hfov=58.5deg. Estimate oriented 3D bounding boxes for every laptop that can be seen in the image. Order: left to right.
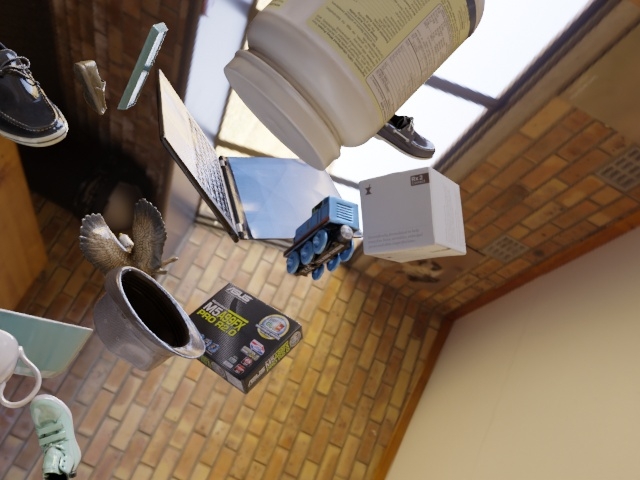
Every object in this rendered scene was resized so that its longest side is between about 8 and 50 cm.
[{"bbox_3d":[-0.139,-0.190,1.230,0.236,0.408,0.382,-29,-143,3],"label":"laptop"}]

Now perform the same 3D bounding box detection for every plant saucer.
[{"bbox_3d":[-0.365,-0.356,1.178,0.192,0.018,0.067,-57,-170,25],"label":"plant saucer"}]

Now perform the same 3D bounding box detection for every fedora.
[{"bbox_3d":[-0.396,0.191,1.264,0.124,0.275,0.244,-42,179,7],"label":"fedora"}]

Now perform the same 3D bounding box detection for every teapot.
[{"bbox_3d":[-0.855,0.318,1.366,0.252,0.255,0.187,47,33,-58],"label":"teapot"}]

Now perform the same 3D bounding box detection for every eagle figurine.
[{"bbox_3d":[-0.599,0.035,1.807,0.298,0.225,0.226,91,24,-56],"label":"eagle figurine"}]

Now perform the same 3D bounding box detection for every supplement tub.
[{"bbox_3d":[0.045,-0.283,0.813,0.325,0.235,0.235,-46,-175,-4],"label":"supplement tub"}]

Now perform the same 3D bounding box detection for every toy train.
[{"bbox_3d":[0.000,0.000,1.018,0.184,0.080,0.105,-38,-137,50],"label":"toy train"}]

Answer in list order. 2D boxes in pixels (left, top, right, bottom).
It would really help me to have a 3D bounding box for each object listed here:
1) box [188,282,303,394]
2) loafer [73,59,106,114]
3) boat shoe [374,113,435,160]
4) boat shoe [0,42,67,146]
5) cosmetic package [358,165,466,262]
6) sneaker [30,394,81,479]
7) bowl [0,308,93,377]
[{"bbox_3d":[-0.214,0.242,1.473,0.216,0.270,0.060,-41,141,-33],"label":"box"},{"bbox_3d":[-0.526,-0.356,1.333,0.050,0.056,0.148,-43,160,-26],"label":"loafer"},{"bbox_3d":[0.171,-0.231,1.203,0.065,0.206,0.075,-51,-149,35],"label":"boat shoe"},{"bbox_3d":[-0.929,-0.458,1.654,0.186,0.500,0.156,-38,165,-34],"label":"boat shoe"},{"bbox_3d":[0.186,-0.045,1.142,0.183,0.151,0.152,12,72,-57],"label":"cosmetic package"},{"bbox_3d":[-0.738,0.560,1.584,0.151,0.094,0.256,-130,-156,-70],"label":"sneaker"},{"bbox_3d":[-0.844,0.303,1.666,0.311,0.311,0.163,140,-38,-74],"label":"bowl"}]
